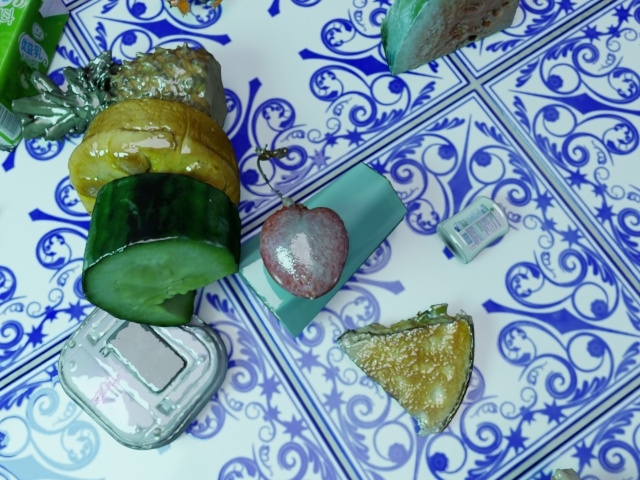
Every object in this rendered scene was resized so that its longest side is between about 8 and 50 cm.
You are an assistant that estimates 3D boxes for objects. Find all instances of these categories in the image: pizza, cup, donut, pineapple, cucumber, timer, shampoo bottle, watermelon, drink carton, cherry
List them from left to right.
[{"bbox_3d":[-0.528,-0.291,0.821,0.161,0.108,0.271,13,76,1],"label":"drink carton"},{"bbox_3d":[-0.300,-0.199,0.790,0.309,0.141,0.170,-3,102,7],"label":"pineapple"},{"bbox_3d":[-0.247,0.170,0.731,0.208,0.069,0.191,37,77,10],"label":"timer"},{"bbox_3d":[-0.219,-0.087,0.720,0.226,0.227,0.114,-1,55,0],"label":"donut"},{"bbox_3d":[-0.200,0.006,0.660,0.191,0.191,0.130,-10,54,-2],"label":"cucumber"},{"bbox_3d":[-0.025,-0.032,0.642,0.106,0.090,0.226,-12,65,6],"label":"cherry"},{"bbox_3d":[0.000,0.000,0.736,0.235,0.148,0.134,-43,53,-10],"label":"cup"},{"bbox_3d":[0.114,0.165,0.736,0.195,0.052,0.185,18,85,0],"label":"pizza"},{"bbox_3d":[0.219,-0.361,0.826,0.241,0.154,0.095,-16,77,-16],"label":"watermelon"},{"bbox_3d":[0.231,-0.021,0.781,0.099,0.043,0.072,-35,79,-8],"label":"shampoo bottle"}]

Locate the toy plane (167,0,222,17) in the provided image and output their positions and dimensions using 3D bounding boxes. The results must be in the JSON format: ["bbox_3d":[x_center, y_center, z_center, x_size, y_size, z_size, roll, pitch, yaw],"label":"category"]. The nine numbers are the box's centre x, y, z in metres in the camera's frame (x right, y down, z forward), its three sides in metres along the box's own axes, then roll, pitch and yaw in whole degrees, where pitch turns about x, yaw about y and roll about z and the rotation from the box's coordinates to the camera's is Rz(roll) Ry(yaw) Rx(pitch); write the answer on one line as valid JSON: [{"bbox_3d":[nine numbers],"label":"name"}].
[{"bbox_3d":[-0.198,-0.453,0.885,0.135,0.062,0.188,32,65,8],"label":"toy plane"}]

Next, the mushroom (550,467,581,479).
[{"bbox_3d":[0.350,0.399,0.573,0.290,0.297,0.298,32,79,30],"label":"mushroom"}]
